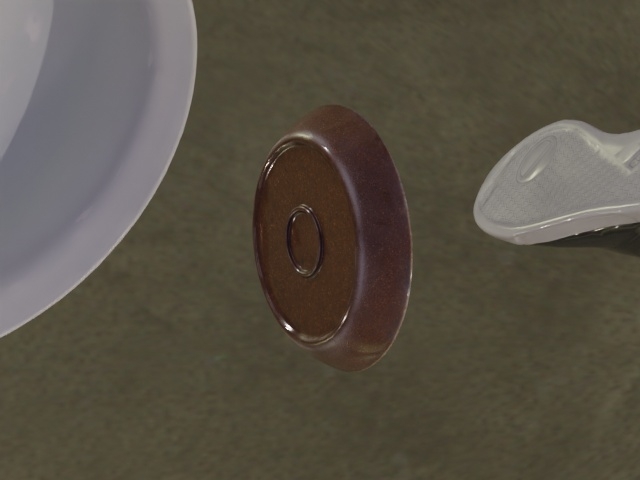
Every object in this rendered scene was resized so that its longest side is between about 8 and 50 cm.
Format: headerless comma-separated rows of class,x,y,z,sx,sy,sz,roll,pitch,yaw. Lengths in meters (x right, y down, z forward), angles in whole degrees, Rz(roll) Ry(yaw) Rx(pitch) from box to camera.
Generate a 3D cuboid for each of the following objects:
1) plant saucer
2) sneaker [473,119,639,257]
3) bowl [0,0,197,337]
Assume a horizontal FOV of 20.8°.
plant saucer,0.000,0.000,1.087,0.168,0.029,0.168,16,109,57
sneaker,0.232,-0.011,1.241,0.147,0.296,0.104,35,72,-24
bowl,-0.223,-0.086,0.913,0.134,0.298,0.298,42,101,37
